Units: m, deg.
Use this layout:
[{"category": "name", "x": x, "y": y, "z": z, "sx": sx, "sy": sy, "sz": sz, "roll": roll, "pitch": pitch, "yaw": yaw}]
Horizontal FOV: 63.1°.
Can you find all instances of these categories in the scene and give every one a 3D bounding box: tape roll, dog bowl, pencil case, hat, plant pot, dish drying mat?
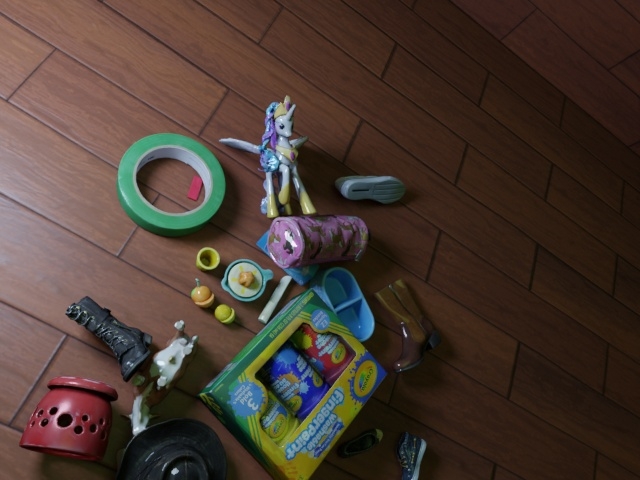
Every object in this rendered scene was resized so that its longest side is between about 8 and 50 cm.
[{"category": "tape roll", "x": -0.461, "y": -0.174, "z": 1.621, "sx": 0.321, "sy": 0.077, "sz": 0.321, "roll": 8, "pitch": 69, "yaw": -22}, {"category": "dog bowl", "x": 0.080, "y": 0.223, "z": 1.774, "sx": 0.166, "sy": 0.074, "sz": 0.297, "roll": -22, "pitch": 83, "yaw": -32}, {"category": "pencil case", "x": 0.000, "y": 0.000, "z": 1.699, "sx": 0.386, "sy": 0.167, "sz": 0.160, "roll": -3, "pitch": 109, "yaw": -50}, {"category": "hat", "x": -0.357, "y": 0.626, "z": 1.309, "sx": 0.331, "sy": 0.134, "sz": 0.331, "roll": 5, "pitch": 81, "yaw": -34}, {"category": "plant pot", "x": -0.602, "y": 0.430, "z": 1.269, "sx": 0.191, "sy": 0.191, "sz": 0.174, "roll": 18, "pitch": 60, "yaw": -21}, {"category": "dish drying mat", "x": -0.407, "y": -0.170, "z": 1.696, "sx": 0.032, "sy": 0.008, "sz": 0.083, "roll": 20, "pitch": 63, "yaw": -19}]

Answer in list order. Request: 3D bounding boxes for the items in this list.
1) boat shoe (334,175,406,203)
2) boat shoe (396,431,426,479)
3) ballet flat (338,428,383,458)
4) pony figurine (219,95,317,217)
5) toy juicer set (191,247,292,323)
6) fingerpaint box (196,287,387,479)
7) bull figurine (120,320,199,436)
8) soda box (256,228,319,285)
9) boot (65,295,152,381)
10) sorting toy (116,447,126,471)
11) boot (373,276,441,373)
[{"category": "boat shoe", "x": 0.193, "y": -0.207, "z": 1.975, "sx": 0.302, "sy": 0.109, "sz": 0.094, "roll": 1, "pitch": 29, "yaw": -36}, {"category": "boat shoe", "x": 0.280, "y": 0.727, "z": 1.710, "sx": 0.083, "sy": 0.065, "sz": 0.183, "roll": 30, "pitch": 58, "yaw": -7}, {"category": "ballet flat", "x": 0.134, "y": 0.650, "z": 1.661, "sx": 0.173, "sy": 0.049, "sz": 0.057, "roll": -14, "pitch": 80, "yaw": -31}, {"category": "pony figurine", "x": -0.141, "y": -0.261, "z": 1.709, "sx": 0.303, "sy": 0.351, "sz": 0.363, "roll": -10, "pitch": 96, "yaw": -27}, {"category": "toy juicer set", "x": -0.240, "y": 0.160, "z": 1.617, "sx": 0.329, "sy": 0.089, "sz": 0.209, "roll": 18, "pitch": 64, "yaw": -22}, {"category": "fingerpaint box", "x": -0.071, "y": 0.431, "z": 1.564, "sx": 0.371, "sy": 0.163, "sz": 0.445, "roll": 49, "pitch": 58, "yaw": -4}, {"category": "bull figurine", "x": -0.428, "y": 0.364, "z": 1.401, "sx": 0.101, "sy": 0.188, "sz": 0.310, "roll": 28, "pitch": 55, "yaw": -2}, {"category": "soda box", "x": -0.107, "y": 0.049, "z": 1.729, "sx": 0.210, "sy": 0.067, "sz": 0.071, "roll": 43, "pitch": 34, "yaw": -7}, {"category": "boot", "x": -0.556, "y": 0.244, "z": 1.346, "sx": 0.229, "sy": 0.263, "sz": 0.091, "roll": 40, "pitch": 87, "yaw": -17}, {"category": "sorting toy", "x": -0.421, "y": 0.630, "z": 1.381, "sx": 0.208, "sy": 0.038, "sz": 0.193, "roll": -4, "pitch": 74, "yaw": -29}, {"category": "boot", "x": 0.282, "y": 0.297, "z": 1.842, "sx": 0.264, "sy": 0.096, "sz": 0.280, "roll": -31, "pitch": 88, "yaw": -32}]
